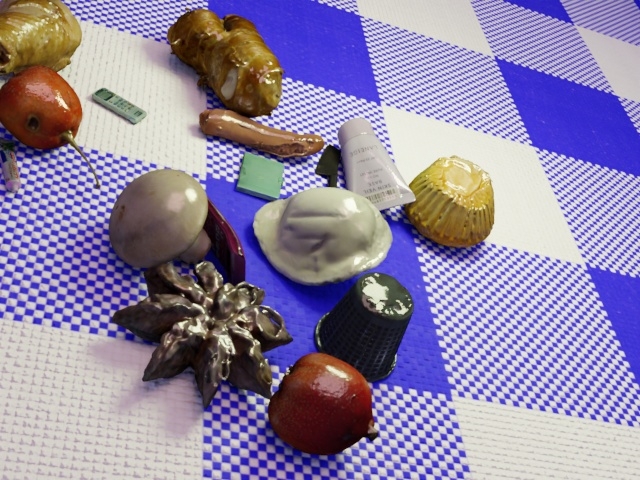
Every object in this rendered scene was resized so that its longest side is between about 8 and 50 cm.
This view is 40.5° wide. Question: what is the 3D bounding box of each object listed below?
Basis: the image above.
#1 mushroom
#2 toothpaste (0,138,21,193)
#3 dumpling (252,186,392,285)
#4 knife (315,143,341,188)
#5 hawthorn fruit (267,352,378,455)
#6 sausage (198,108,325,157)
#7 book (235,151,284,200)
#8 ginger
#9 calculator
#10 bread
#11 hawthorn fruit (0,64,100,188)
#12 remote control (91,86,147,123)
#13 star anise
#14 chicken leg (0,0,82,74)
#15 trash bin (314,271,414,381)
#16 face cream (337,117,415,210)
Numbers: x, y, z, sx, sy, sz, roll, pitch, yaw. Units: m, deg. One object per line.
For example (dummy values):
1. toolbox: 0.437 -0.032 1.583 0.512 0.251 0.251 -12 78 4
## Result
1. mushroom: -0.288 -0.028 1.634 0.204 0.204 0.204 16 39 -14
2. toothpaste: -0.604 -0.147 1.686 0.045 0.028 0.170 6 39 -34
3. dumpling: 0.003 0.003 1.794 0.175 0.243 0.227 48 43 -41
4. knife: 0.019 -0.172 2.084 0.060 0.028 0.230 10 38 -2
5. hawthorn fruit: 0.011 0.284 1.457 0.188 0.169 0.169 36 39 6
6. sausage: -0.138 -0.247 2.036 0.304 0.078 0.078 15 40 -13
7. book: -0.133 -0.143 1.963 0.103 0.017 0.135 16 39 -10
8. ginger: -0.237 -0.438 2.114 0.254 0.176 0.418 -2 42 -27
9. calculator: -0.189 0.001 1.680 0.034 0.127 0.190 -23 58 -20
10. bread: 0.313 -0.087 2.062 0.239 0.139 0.240 14 42 -13
11. hawthorn fruit: -0.517 -0.223 1.741 0.285 0.165 0.165 42 39 3
12. remote control: -0.453 -0.305 1.958 0.124 0.018 0.053 31 38 5
13. star anise: -0.196 0.148 1.518 0.331 0.118 0.332 19 34 -14
14. chicken leg: -0.684 -0.413 1.805 0.295 0.182 0.409 10 27 1
15. trash bin: 0.096 0.154 1.646 0.175 0.161 0.175 16 41 -15
16. face cream: 0.114 -0.171 2.079 0.154 0.096 0.274 -14 52 -5
